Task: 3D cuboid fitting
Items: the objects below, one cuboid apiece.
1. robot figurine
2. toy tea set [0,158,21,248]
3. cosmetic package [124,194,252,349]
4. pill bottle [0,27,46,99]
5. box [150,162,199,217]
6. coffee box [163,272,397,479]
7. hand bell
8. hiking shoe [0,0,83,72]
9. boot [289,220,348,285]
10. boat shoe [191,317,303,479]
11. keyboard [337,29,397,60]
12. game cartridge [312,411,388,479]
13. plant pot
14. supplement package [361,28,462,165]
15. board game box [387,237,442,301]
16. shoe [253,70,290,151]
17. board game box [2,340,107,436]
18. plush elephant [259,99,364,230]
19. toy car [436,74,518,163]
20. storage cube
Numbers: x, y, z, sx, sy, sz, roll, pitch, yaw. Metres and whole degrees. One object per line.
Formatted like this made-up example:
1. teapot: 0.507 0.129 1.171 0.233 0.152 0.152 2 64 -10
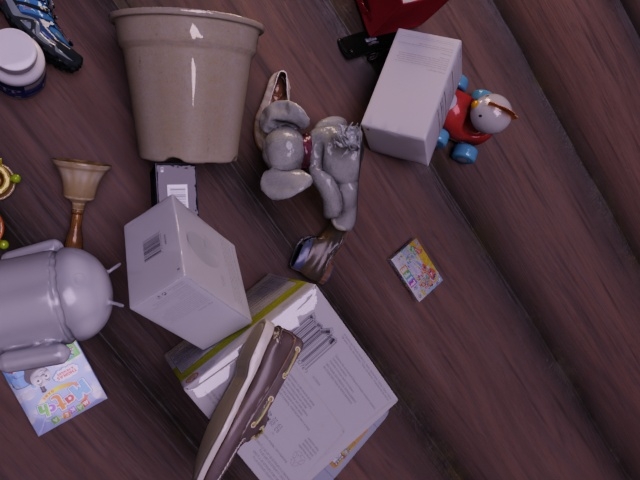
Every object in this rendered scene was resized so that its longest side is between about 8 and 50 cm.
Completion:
1. robot figurine: -0.586 0.126 1.208 0.354 0.199 0.299 -12 59 -11
2. toy tea set: -0.791 -0.079 1.183 0.337 0.124 0.199 1 89 -24
3. cosmetic package: -0.275 0.070 1.222 0.138 0.224 0.225 -31 138 13
4. pill bottle: -0.632 -0.368 1.225 0.112 0.187 0.111 1 88 -23
5. box: -0.339 -0.092 1.361 0.093 0.158 0.155 -3 91 -21
6. coffee box: -0.106 0.314 1.358 0.338 0.334 0.337 -38 104 -18
7. hand bell: -0.542 -0.056 1.317 0.126 0.126 0.241 5 99 -23
8. hiking shoe: -0.620 -0.504 1.273 0.304 0.113 0.132 46 73 -16
9. boot: 0.000 0.000 1.549 0.106 0.082 0.219 22 82 -24
10. boat shoe: -0.136 0.312 1.104 0.097 0.117 0.324 29 75 -17
11. keyboard: 0.144 -0.543 1.657 0.192 0.038 0.100 -23 75 -21
12. game cartridge: 0.027 0.495 1.567 0.297 0.062 0.198 -45 110 -18
13. plant pot: -0.298 -0.330 1.324 0.334 0.334 0.305 -2 101 -24
14. supplement package: 0.250 -0.380 1.581 0.178 0.175 0.292 19 79 18
15. board game box: 0.273 0.085 1.694 0.103 0.026 0.154 -39 104 -19
16. shoe: -0.121 -0.333 1.515 0.077 0.058 0.218 12 84 -23
17. board game box: -0.596 0.298 1.307 0.160 0.039 0.211 -28 101 -22
18. plush elephant: -0.029 -0.198 1.449 0.256 0.330 0.271 5 72 5
19. toy car: 0.444 -0.361 1.664 0.210 0.238 0.219 25 79 -21
20. storage cube: 0.220 -0.691 1.589 0.215 0.193 0.183 -21 91 -22
